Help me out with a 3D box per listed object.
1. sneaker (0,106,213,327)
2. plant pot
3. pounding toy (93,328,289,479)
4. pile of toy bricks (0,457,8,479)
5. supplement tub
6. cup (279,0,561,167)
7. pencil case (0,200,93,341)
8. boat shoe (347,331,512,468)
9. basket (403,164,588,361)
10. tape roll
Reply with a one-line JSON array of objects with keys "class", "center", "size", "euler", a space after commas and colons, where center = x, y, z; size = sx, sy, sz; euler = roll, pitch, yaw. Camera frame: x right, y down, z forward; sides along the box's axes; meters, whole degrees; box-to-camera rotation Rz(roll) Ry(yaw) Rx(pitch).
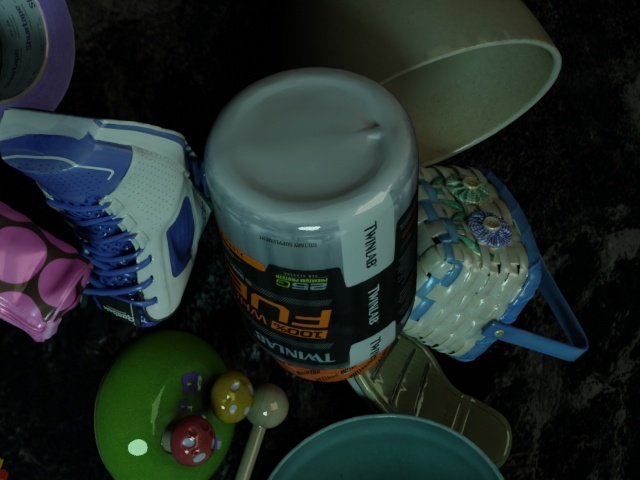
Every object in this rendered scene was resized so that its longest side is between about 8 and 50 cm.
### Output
[{"class": "sneaker", "center": [-0.184, -0.011, 1.034], "size": [0.315, 0.127, 0.182], "euler": [25, 75, -71]}, {"class": "plant pot", "center": [0.079, 0.377, 1.252], "size": [0.293, 0.293, 0.196], "euler": [-55, 152, -34]}, {"class": "pounding toy", "center": [-0.116, 0.197, 1.148], "size": [0.237, 0.110, 0.183], "euler": [36, 62, -39]}, {"class": "pile of toy bricks", "center": [-0.368, 0.146, 0.906], "size": [0.212, 0.118, 0.105], "euler": [34, 34, -23]}, {"class": "supplement tub", "center": [0.000, 0.000, 1.134], "size": [0.338, 0.207, 0.207], "euler": [83, 31, -54]}, {"class": "cup", "center": [0.083, -0.241, 1.279], "size": [0.331, 0.331, 0.237], "euler": [-4, 66, -47]}, {"class": "pencil case", "center": [-0.304, 0.009, 0.931], "size": [0.209, 0.095, 0.098], "euler": [30, 28, -17]}, {"class": "boat shoe", "center": [0.115, 0.207, 1.401], "size": [0.302, 0.103, 0.113], "euler": [42, 63, -25]}, {"class": "basket", "center": [0.200, 0.034, 1.387], "size": [0.288, 0.201, 0.255], "euler": [17, 36, -38]}, {"class": "tape roll", "center": [-0.323, -0.182, 0.974], "size": [0.189, 0.080, 0.189], "euler": [4, 84, -46]}]
